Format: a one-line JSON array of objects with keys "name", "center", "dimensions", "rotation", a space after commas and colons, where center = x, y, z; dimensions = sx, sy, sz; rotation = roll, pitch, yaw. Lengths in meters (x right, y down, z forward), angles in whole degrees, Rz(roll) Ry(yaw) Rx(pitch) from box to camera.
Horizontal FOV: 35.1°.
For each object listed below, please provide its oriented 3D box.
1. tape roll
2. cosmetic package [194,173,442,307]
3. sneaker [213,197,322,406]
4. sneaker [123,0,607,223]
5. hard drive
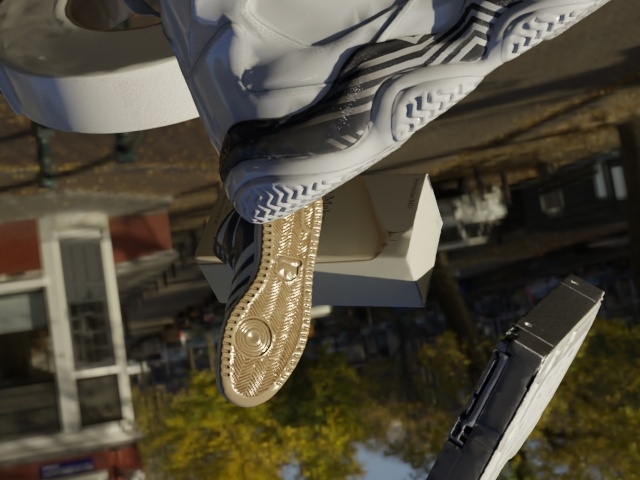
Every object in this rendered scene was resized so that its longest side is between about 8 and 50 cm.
[{"name": "tape roll", "center": [-0.171, -0.253, 1.107], "dimensions": [0.392, 0.392, 0.072], "rotation": [-10, 129, 8]}, {"name": "cosmetic package", "center": [0.000, 0.000, 1.415], "dimensions": [0.310, 0.160, 0.113], "rotation": [-2, 139, 21]}, {"name": "sneaker", "center": [-0.080, 0.063, 1.217], "dimensions": [0.099, 0.282, 0.153], "rotation": [20, 162, -22]}, {"name": "sneaker", "center": [0.049, -0.185, 0.602], "dimensions": [0.366, 0.210, 0.137], "rotation": [-34, -179, 15]}, {"name": "hard drive", "center": [0.251, 0.185, 1.269], "dimensions": [0.064, 0.236, 0.339], "rotation": [30, -159, 19]}]
